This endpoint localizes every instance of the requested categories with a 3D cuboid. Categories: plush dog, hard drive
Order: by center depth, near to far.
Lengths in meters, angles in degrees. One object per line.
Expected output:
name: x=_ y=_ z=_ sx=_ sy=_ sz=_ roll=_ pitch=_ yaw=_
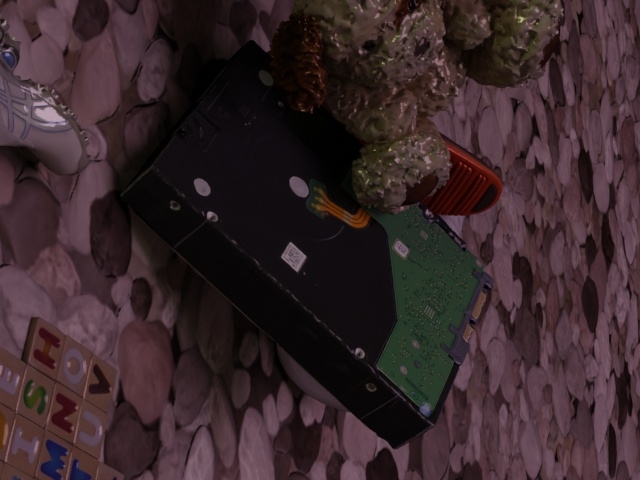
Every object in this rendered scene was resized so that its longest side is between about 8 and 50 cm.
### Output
plush dog: x=0.061 y=-0.191 z=1.400 sx=0.262 sy=0.210 sz=0.225 roll=-47 pitch=148 yaw=-3
hard drive: x=0.000 y=0.000 z=1.418 sx=0.339 sy=0.064 sz=0.237 roll=42 pitch=40 yaw=-11

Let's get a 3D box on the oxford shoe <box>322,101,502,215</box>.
oxford shoe: x=0.064 y=-0.111 z=1.566 sx=0.271 sy=0.097 sz=0.098 roll=24 pitch=40 yaw=-14

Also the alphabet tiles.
alphabet tiles: x=-0.212 y=0.190 z=1.197 sx=0.198 sy=0.009 sz=0.237 roll=45 pitch=48 yaw=-53

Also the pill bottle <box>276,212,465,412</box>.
pill bottle: x=0.063 y=0.039 z=1.617 sx=0.153 sy=0.153 sz=0.264 roll=67 pitch=32 yaw=-34

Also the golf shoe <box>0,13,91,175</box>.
golf shoe: x=-0.239 y=-0.092 z=1.139 sx=0.086 sy=0.069 sz=0.176 roll=-57 pitch=137 yaw=-21
